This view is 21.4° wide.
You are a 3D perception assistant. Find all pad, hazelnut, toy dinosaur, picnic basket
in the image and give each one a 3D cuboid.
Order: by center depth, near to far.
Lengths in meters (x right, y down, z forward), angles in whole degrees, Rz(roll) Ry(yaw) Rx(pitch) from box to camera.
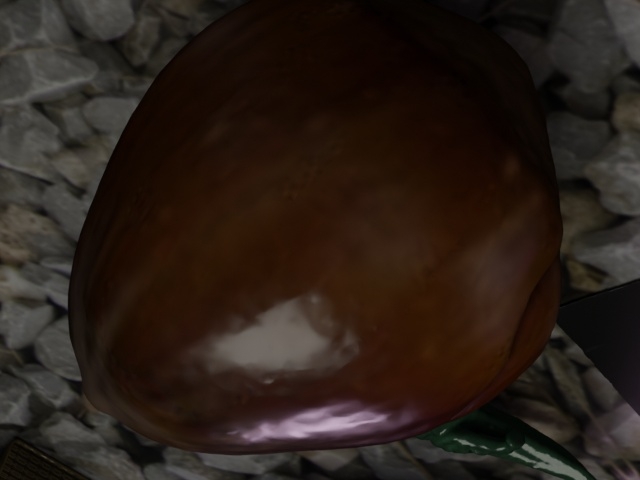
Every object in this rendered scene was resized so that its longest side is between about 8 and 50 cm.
[{"bbox_3d":[0.000,0.000,1.135,0.315,0.372,0.372,54,141,18],"label":"hazelnut"},{"bbox_3d":[0.317,0.111,1.377,0.163,0.004,0.243,-21,125,35],"label":"pad"},{"bbox_3d":[0.120,0.138,1.426,0.292,0.079,0.120,19,144,4],"label":"toy dinosaur"},{"bbox_3d":[-0.298,0.291,1.678,0.115,0.164,0.079,32,128,-14],"label":"picnic basket"}]
